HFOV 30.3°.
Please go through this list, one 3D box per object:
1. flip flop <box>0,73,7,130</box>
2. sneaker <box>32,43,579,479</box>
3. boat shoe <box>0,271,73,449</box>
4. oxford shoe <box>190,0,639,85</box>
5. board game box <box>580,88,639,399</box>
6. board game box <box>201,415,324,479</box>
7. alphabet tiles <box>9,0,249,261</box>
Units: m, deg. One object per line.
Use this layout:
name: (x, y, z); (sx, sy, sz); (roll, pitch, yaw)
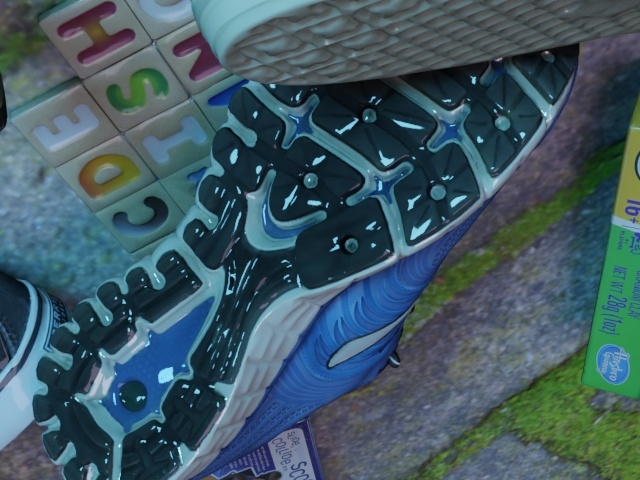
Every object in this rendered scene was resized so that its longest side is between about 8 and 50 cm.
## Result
flip flop: (-0.214, -0.123, 0.387); (0.080, 0.112, 0.277); (-40, 132, 13)
sneaker: (0.000, 0.000, 0.607); (0.330, 0.130, 0.147); (-44, 161, 13)
boat shoe: (-0.268, 0.124, 0.631); (0.306, 0.113, 0.105); (-41, 129, 17)
oxford shoe: (0.156, -0.160, 0.491); (0.449, 0.130, 0.169); (-10, 170, -20)
board game box: (0.325, 0.033, 0.684); (0.316, 0.064, 0.242); (14, 141, 17)
board game box: (-0.062, 0.187, 0.841); (0.136, 0.035, 0.201); (-16, 139, -6)
alphabet tiles: (-0.032, -0.059, 0.610); (0.198, 0.009, 0.237); (-26, 139, 6)
